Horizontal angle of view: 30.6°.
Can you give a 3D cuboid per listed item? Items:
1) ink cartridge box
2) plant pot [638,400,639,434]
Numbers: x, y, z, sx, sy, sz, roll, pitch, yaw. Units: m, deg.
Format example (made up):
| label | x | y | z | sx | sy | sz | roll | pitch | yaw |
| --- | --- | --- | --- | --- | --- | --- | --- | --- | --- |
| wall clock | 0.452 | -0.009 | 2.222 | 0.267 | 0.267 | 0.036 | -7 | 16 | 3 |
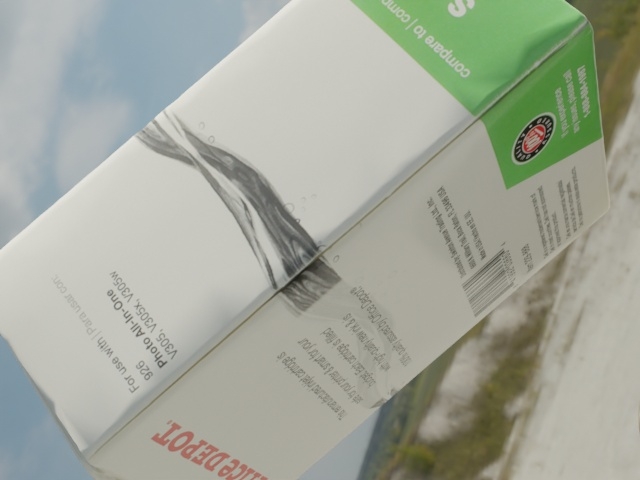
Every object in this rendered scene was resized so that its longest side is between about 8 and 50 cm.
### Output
| label | x | y | z | sx | sy | sz | roll | pitch | yaw |
| --- | --- | --- | --- | --- | --- | --- | --- | --- | --- |
| ink cartridge box | 0.000 | 0.000 | 0.602 | 0.289 | 0.121 | 0.211 | -41 | -26 | -3 |
| plant pot | 0.325 | 0.023 | 0.689 | 0.256 | 0.256 | 0.274 | -65 | -26 | -47 |
